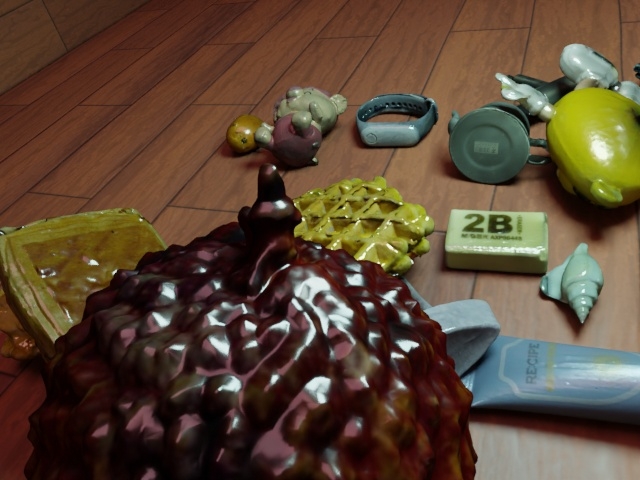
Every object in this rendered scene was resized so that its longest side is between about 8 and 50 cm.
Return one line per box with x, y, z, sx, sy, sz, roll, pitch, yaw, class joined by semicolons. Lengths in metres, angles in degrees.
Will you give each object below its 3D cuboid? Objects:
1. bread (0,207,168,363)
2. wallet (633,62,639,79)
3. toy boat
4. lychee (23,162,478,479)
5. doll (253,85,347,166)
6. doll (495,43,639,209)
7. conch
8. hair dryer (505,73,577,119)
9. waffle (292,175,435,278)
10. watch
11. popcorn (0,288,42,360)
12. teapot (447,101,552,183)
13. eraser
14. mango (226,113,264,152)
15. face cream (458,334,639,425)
-0.353;0.103;0.837;0.324;0.167;0.277;45;33;22;bread
0.926;-0.396;1.196;0.342;0.075;0.237;-29;48;-19;wallet
0.091;0.146;0.802;0.276;0.111;0.293;-36;30;-22;toy boat
-0.060;0.171;0.514;0.424;0.500;0.424;11;23;-5;lychee
-0.051;-0.305;1.316;0.196;0.152;0.256;14;42;12;doll
0.539;-0.240;1.028;0.423;0.161;0.348;-24;66;-34;doll
0.405;0.070;0.827;0.065;0.088;0.180;38;41;-7;conch
0.524;-0.374;1.302;0.195;0.078;0.248;-23;31;-9;hair dryer
0.000;0.000;0.935;0.382;0.095;0.380;-22;27;-5;waffle
0.192;-0.310;1.315;0.206;0.068;0.193;0;43;19;watch
-0.501;0.137;0.943;0.180;0.170;0.180;5;33;-3;popcorn
0.381;-0.219;1.105;0.239;0.162;0.149;23;39;17;teapot
0.314;-0.002;0.929;0.172;0.058;0.117;3;44;20;eraser
-0.196;-0.299;1.402;0.105;0.084;0.159;-1;42;7;mango
0.374;0.188;0.678;0.385;0.086;0.136;2;41;26;face cream
